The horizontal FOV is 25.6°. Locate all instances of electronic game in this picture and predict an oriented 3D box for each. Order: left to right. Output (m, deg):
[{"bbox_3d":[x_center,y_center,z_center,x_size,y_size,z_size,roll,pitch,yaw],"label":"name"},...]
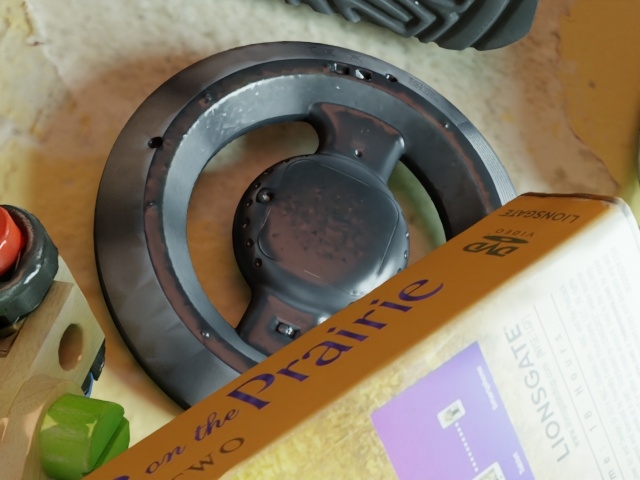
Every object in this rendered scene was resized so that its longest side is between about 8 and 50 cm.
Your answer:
[{"bbox_3d":[0.000,0.000,0.714,0.229,0.048,0.229,6,65,-13],"label":"electronic game"}]

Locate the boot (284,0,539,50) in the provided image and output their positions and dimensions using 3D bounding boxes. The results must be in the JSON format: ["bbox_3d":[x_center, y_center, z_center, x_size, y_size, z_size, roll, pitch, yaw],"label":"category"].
[{"bbox_3d":[-0.004,-0.354,0.878,0.367,0.146,0.445,21,56,-12],"label":"boot"}]

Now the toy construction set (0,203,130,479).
[{"bbox_3d":[-0.189,0.090,0.491,0.328,0.151,0.215,16,56,9],"label":"toy construction set"}]

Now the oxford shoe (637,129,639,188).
[{"bbox_3d":[0.315,-0.156,0.860,0.130,0.169,0.449,40,52,-12],"label":"oxford shoe"}]

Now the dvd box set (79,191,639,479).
[{"bbox_3d":[-0.020,0.216,0.433,0.420,0.062,0.307,-33,110,-24],"label":"dvd box set"}]
